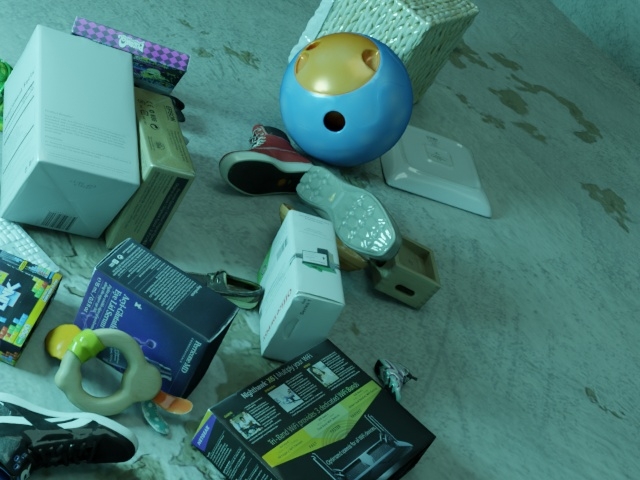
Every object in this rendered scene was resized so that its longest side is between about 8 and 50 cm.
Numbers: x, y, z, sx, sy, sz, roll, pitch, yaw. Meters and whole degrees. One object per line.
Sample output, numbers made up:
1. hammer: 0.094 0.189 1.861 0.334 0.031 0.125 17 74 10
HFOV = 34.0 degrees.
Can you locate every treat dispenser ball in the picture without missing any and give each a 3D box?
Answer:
1. treat dispenser ball: 0.055 -0.304 2.252 0.288 0.288 0.288 19 34 -14

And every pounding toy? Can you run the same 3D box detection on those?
1. pounding toy: 0.141 0.052 2.031 0.141 0.100 0.130 26 32 -23

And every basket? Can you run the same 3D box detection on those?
1. basket: 0.158 -0.505 2.572 0.266 0.331 0.328 43 35 13

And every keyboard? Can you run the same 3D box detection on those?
1. keyboard: -0.528 -0.021 1.698 0.256 0.014 0.072 43 36 21

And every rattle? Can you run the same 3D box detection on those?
1. rattle: -0.303 0.206 1.543 0.200 0.143 0.130 27 63 -30

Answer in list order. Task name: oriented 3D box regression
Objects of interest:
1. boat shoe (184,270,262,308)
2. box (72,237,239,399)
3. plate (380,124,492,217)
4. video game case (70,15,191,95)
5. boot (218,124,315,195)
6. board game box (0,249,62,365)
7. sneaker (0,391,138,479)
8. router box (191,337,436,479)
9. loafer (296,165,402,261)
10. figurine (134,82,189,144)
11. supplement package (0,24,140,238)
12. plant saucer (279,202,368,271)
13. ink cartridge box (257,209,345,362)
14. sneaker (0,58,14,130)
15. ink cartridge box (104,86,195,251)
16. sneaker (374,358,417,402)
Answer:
1. boat shoe: -0.172 0.074 1.795 0.152 0.049 0.056 14 37 -21
2. box: -0.252 0.123 1.579 0.207 0.153 0.108 31 34 5
3. plate: 0.268 -0.185 2.470 0.277 0.045 0.278 16 35 -17
4. video game case: -0.395 -0.362 2.102 0.232 0.210 0.041 17 77 -16
5. boot: -0.135 -0.177 2.132 0.244 0.088 0.176 3 40 -46
6. board game box: -0.480 0.089 1.547 0.141 0.048 0.170 25 36 -8
7. sneaker: -0.355 0.284 1.368 0.217 0.079 0.121 15 38 -5
8. router box: -0.004 0.302 1.585 0.243 0.081 0.309 42 36 19
9. loafer: 0.069 -0.048 2.027 0.111 0.112 0.319 35 8 -40
10. figurine: -0.357 -0.242 2.059 0.209 0.092 0.215 16 36 -25
11. supplement package: -0.425 -0.182 1.768 0.177 0.175 0.293 14 51 -31
12. plant saucer: 0.000 0.000 1.969 0.200 0.037 0.200 36 5 -3
13. ink cartridge box: -0.037 0.082 1.785 0.093 0.160 0.219 16 36 -18
14. sneaker: -0.576 -0.270 1.895 0.295 0.123 0.109 -3 44 -40
15. ink cartridge box: -0.314 -0.121 1.822 0.088 0.193 0.234 12 37 -31
16. sneaker: 0.140 0.243 1.807 0.069 0.038 0.098 8 39 -26
